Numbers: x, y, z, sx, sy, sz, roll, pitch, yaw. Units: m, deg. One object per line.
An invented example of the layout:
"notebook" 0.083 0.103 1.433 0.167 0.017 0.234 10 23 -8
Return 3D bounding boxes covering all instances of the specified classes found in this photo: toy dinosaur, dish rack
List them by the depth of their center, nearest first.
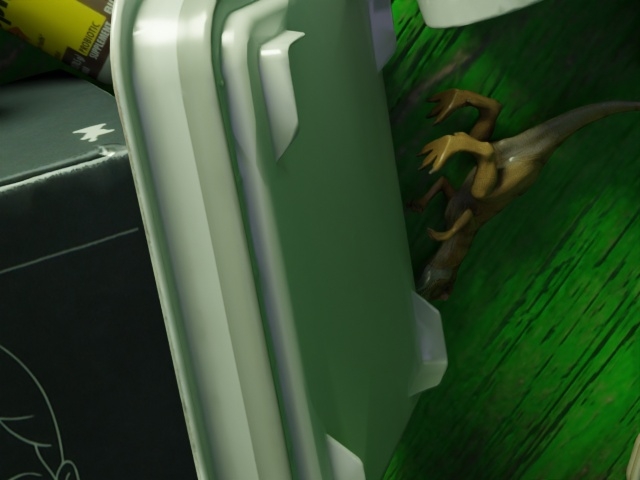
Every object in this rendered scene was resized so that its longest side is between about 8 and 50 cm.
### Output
"dish rack" 0.000 0.000 0.687 0.072 0.285 0.332 -5 108 19
"toy dinosaur" 0.121 -0.052 0.806 0.112 0.064 0.211 35 113 -30

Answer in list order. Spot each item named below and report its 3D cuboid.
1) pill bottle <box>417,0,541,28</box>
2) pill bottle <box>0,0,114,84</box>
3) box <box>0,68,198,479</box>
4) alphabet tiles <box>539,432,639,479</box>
"pill bottle" 0.060 -0.254 0.686 0.146 0.146 0.264 -20 106 3
"pill bottle" -0.179 -0.185 0.711 0.215 0.117 0.117 28 104 -10
"box" -0.208 0.142 0.702 0.294 0.212 0.395 -18 113 -21
"alphabet tiles" 0.262 0.271 0.924 0.278 0.021 0.284 11 106 -6
